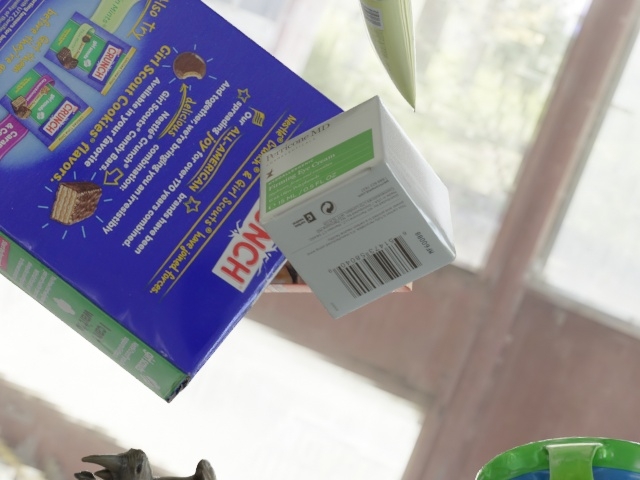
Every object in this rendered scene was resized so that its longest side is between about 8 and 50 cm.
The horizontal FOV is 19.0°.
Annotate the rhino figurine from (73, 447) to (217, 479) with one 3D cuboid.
[{"bbox_3d":[-0.132,0.239,1.654,0.243,0.106,0.073,42,29,-46],"label":"rhino figurine"}]

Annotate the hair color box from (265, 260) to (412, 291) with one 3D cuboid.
[{"bbox_3d":[0.000,0.000,1.771,0.167,0.093,0.053,-1,-10,11],"label":"hair color box"}]

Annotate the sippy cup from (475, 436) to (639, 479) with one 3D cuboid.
[{"bbox_3d":[0.277,0.355,2.003,0.305,0.224,0.240,29,-40,-35],"label":"sippy cup"}]

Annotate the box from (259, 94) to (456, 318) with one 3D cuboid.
[{"bbox_3d":[0.025,-0.023,1.315,0.102,0.101,0.087,53,19,-30],"label":"box"}]

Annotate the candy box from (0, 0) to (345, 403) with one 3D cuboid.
[{"bbox_3d":[-0.161,-0.069,1.594,0.317,0.268,0.122,38,-19,0],"label":"candy box"}]

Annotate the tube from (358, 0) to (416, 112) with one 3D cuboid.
[{"bbox_3d":[0.080,-0.238,2.179,0.062,0.070,0.240,12,-23,12],"label":"tube"}]
